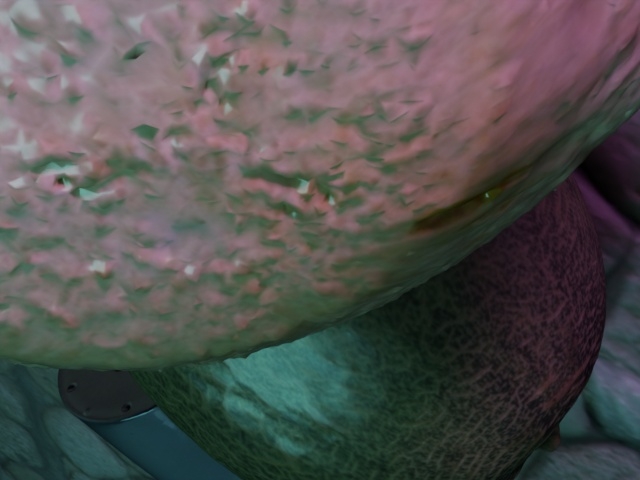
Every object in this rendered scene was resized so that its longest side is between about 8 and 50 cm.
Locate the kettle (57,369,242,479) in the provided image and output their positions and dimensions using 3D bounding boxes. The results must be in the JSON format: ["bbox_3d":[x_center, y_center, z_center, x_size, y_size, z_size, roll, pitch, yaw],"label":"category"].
[{"bbox_3d":[-0.042,0.131,1.194,0.210,0.160,0.243,-22,129,24],"label":"kettle"}]

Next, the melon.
[{"bbox_3d":[0.000,0.000,0.832,0.329,0.248,0.248,42,150,2],"label":"melon"}]

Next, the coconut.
[{"bbox_3d":[-0.054,-0.162,0.556,0.415,0.415,0.344,-1,144,46],"label":"coconut"}]
